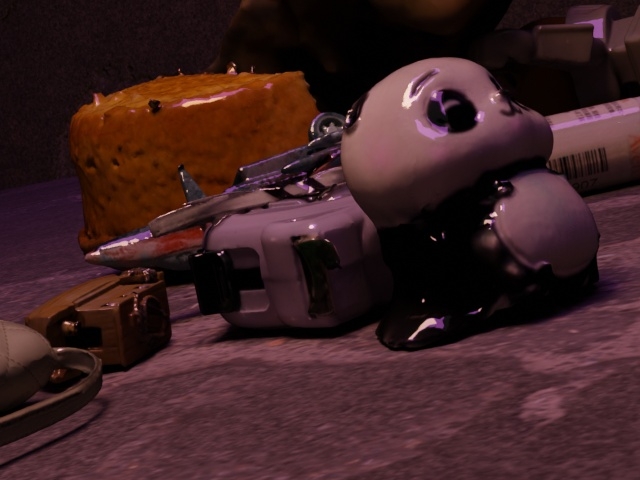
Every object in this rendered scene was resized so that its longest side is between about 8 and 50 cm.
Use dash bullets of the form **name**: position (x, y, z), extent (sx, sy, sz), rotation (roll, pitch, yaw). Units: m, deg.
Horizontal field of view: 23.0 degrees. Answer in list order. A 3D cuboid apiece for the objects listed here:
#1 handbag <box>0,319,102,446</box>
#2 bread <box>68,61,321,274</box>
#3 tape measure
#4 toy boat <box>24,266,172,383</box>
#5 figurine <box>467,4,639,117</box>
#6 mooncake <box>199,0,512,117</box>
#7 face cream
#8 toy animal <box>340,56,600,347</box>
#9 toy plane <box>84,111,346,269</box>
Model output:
- **handbag**: position (-0.260, 0.102, 0.944), extent (0.219, 0.079, 0.256), rotation (4, 15, 28)
- **bread**: position (-0.144, -0.065, 1.534), extent (0.179, 0.194, 0.340), rotation (-15, 12, -35)
- **tape measure**: position (-0.004, 0.001, 1.148), extent (0.178, 0.105, 0.196), rotation (-8, 10, 36)
- **toy boat**: position (-0.151, 0.058, 1.148), extent (0.077, 0.057, 0.200), rotation (-6, 8, 14)
- **figurine**: position (0.271, -0.158, 1.636), extent (0.285, 0.167, 0.342), rotation (-11, -37, 23)
- **mooncake**: position (0.031, -0.216, 1.628), extent (0.394, 0.246, 0.393), rotation (-52, -11, 13)
- **face cream**: position (0.253, -0.086, 1.487), extent (0.269, 0.082, 0.082), rotation (-13, 7, -2)
- **toy animal**: position (0.087, -0.031, 1.014), extent (0.138, 0.179, 0.166), rotation (-24, -9, 36)
- **toy plane**: position (-0.038, -0.032, 1.290), extent (0.326, 0.104, 0.223), rotation (-8, -27, -18)
